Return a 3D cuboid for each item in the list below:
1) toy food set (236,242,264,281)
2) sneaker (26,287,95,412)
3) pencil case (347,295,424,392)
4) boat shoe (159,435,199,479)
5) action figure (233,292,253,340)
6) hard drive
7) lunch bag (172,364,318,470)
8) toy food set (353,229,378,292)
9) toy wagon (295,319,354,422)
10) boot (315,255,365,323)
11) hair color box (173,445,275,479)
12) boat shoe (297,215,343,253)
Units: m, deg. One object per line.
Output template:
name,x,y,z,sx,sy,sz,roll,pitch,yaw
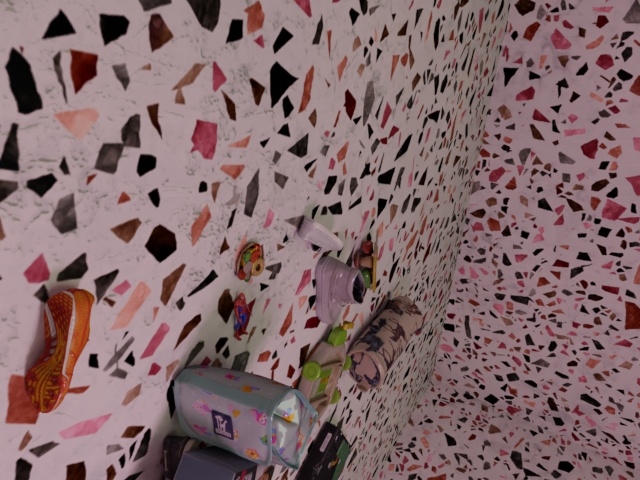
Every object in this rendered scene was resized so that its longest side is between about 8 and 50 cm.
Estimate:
toy food set,-0.143,0.045,1.077,0.082,0.020,0.083,-37,140,-50
sneaker,-0.340,0.149,0.706,0.175,0.064,0.067,-69,165,6
pencil case,0.242,0.378,1.956,0.410,0.159,0.184,-38,126,-49
boat shoe,-0.289,0.476,1.065,0.075,0.064,0.206,-57,159,-65
action figure,-0.165,0.158,1.111,0.038,0.030,0.115,-34,136,-45
hard drive,0.019,0.831,1.960,0.237,0.064,0.339,-58,152,-23
lunch bag,-0.148,0.342,1.049,0.262,0.223,0.160,64,44,-57
toy food set,0.141,0.069,1.637,0.218,0.071,0.128,85,11,-46
toy wagon,0.014,0.401,1.618,0.267,0.068,0.345,15,94,-66
boot,0.058,0.159,1.453,0.095,0.123,0.258,-51,150,-34
hair color box,-0.203,0.536,1.094,0.374,0.113,0.186,68,39,-71
boat shoe,0.000,0.000,1.290,0.063,0.066,0.184,-57,155,-2
